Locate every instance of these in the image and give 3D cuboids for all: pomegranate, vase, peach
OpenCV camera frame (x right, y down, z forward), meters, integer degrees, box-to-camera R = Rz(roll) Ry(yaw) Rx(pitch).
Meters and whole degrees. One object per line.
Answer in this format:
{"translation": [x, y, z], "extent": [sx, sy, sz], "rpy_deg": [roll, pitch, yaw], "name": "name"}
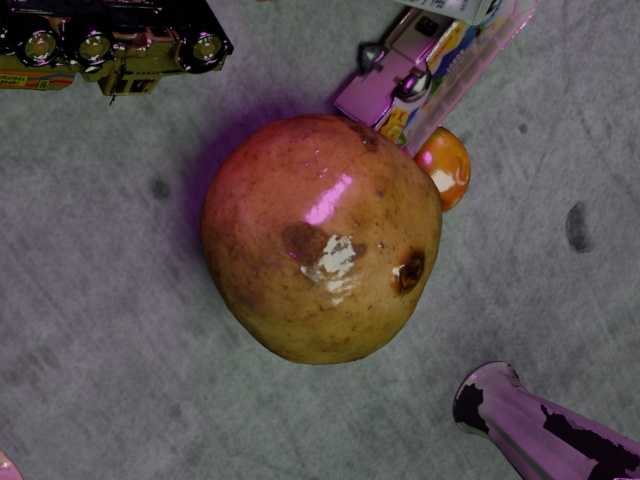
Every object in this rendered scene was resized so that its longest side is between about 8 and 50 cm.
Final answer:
{"translation": [0.000, 0.000, 1.810], "extent": [0.281, 0.281, 0.281], "rpy_deg": [-16, 121, -28], "name": "pomegranate"}
{"translation": [0.324, 0.288, 2.113], "extent": [0.165, 0.360, 0.165], "rpy_deg": [-16, 122, -27], "name": "vase"}
{"translation": [0.136, -0.089, 1.966], "extent": [0.101, 0.101, 0.101], "rpy_deg": [-16, 121, -28], "name": "peach"}

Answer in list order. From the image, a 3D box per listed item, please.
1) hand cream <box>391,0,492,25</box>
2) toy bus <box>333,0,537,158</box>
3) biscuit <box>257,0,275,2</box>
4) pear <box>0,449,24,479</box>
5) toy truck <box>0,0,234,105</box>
{"translation": [0.061, -0.311, 1.724], "extent": [0.341, 0.078, 0.124], "rpy_deg": [5, 119, -33], "name": "hand cream"}
{"translation": [0.140, -0.228, 1.897], "extent": [0.274, 0.090, 0.112], "rpy_deg": [-50, 137, -3], "name": "toy bus"}
{"translation": [-0.034, -0.356, 1.713], "extent": [0.324, 0.049, 0.205], "rpy_deg": [-8, 124, -19], "name": "biscuit"}
{"translation": [-0.422, 0.312, 1.687], "extent": [0.271, 0.271, 0.271], "rpy_deg": [-16, 121, -28], "name": "pear"}
{"translation": [-0.224, -0.206, 1.638], "extent": [0.257, 0.127, 0.127], "rpy_deg": [-6, 137, -29], "name": "toy truck"}
